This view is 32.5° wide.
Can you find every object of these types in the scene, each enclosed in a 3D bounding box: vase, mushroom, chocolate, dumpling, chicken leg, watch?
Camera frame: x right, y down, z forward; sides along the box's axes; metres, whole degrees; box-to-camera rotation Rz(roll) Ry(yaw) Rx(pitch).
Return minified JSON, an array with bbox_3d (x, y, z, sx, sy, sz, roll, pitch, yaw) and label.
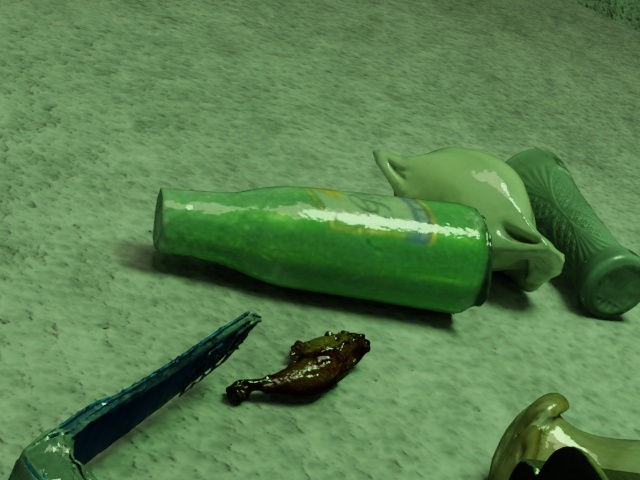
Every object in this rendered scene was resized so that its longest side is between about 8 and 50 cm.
[{"bbox_3d":[0.268,-0.007,1.177,0.096,0.096,0.219,8,28,-23],"label":"vase"},{"bbox_3d":[0.219,0.172,0.734,0.213,0.097,0.088,20,15,18],"label":"mushroom"},{"bbox_3d":[0.000,0.000,0.956,0.291,0.110,0.110,8,26,-19],"label":"chocolate"},{"bbox_3d":[0.151,-0.020,1.109,0.229,0.124,0.151,39,-6,29],"label":"dumpling"},{"bbox_3d":[-0.010,0.092,0.820,0.062,0.037,0.145,5,15,28],"label":"chicken leg"},{"bbox_3d":[-0.015,0.165,0.623,0.276,0.068,0.274,32,24,17],"label":"watch"}]

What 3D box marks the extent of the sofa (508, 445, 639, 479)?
[{"bbox_3d":[0.209,0.217,0.521,0.200,0.182,0.258,13,24,-17],"label":"sofa"}]
